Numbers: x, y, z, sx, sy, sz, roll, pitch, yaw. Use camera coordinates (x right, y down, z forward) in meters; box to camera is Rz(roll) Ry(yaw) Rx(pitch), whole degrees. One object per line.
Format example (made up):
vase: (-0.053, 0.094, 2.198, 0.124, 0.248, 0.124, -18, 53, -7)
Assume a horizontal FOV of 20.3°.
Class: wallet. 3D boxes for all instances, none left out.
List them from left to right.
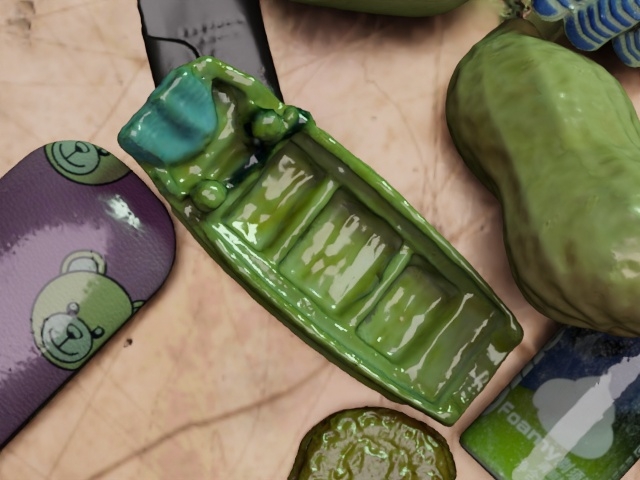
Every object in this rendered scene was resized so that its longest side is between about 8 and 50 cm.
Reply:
wallet: (-0.071, -0.119, 1.165, 0.082, 0.018, 0.156, -13, 87, -2)

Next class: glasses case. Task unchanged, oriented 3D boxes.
glasses case: (-0.226, 0.071, 1.123, 0.123, 0.076, 0.316, 44, 87, 2)

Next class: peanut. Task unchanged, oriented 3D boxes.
peanut: (0.148, -0.034, 1.078, 0.124, 0.123, 0.256, -28, 47, -2)

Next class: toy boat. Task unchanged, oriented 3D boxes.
toy boat: (-0.002, -0.001, 1.120, 0.276, 0.084, 0.111, 40, 87, -8)

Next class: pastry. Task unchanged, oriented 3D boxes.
pastry: (0.032, 0.153, 1.130, 0.109, 0.057, 0.097, -10, 85, -2)

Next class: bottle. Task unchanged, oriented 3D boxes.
bottle: (0.230, 0.036, 1.121, 0.093, 0.093, 0.330, 43, 87, 2)

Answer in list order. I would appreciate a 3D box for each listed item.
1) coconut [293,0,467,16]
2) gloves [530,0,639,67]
coconut: (0.029, -0.242, 1.087, 0.224, 0.224, 0.224, 0, 87, 0)
gloves: (0.238, -0.158, 1.094, 0.229, 0.119, 0.097, 2, 128, -4)
